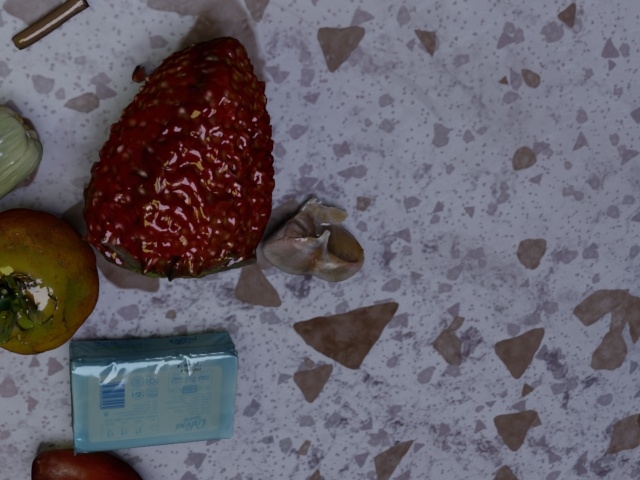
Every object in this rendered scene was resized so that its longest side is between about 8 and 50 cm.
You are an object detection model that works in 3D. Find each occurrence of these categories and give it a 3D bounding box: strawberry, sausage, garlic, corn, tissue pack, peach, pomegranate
[{"bbox_3d":[-0.201,-0.111,1.400,0.292,0.292,0.343,5,86,-20],"label":"strawberry"},{"bbox_3d":[-0.373,-0.301,1.366,0.116,0.026,0.026,-33,118,0],"label":"sausage"},{"bbox_3d":[-0.004,0.012,1.584,0.174,0.099,0.124,23,119,-26],"label":"garlic"},{"bbox_3d":[-0.521,-0.063,1.367,0.305,0.123,0.122,-41,93,3],"label":"corn"},{"bbox_3d":[-0.271,0.243,1.605,0.263,0.089,0.177,-4,115,-19],"label":"tissue pack"},{"bbox_3d":[-0.358,0.439,1.633,0.154,0.159,0.267,-29,117,-10],"label":"peach"},{"bbox_3d":[-0.418,0.063,1.396,0.210,0.235,0.210,-1,106,-2],"label":"pomegranate"}]
